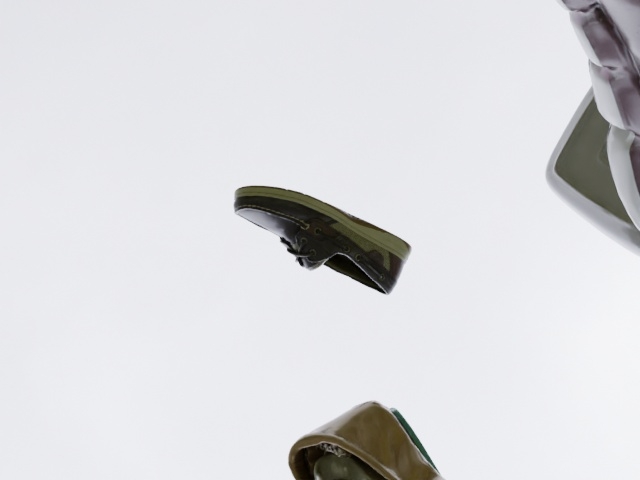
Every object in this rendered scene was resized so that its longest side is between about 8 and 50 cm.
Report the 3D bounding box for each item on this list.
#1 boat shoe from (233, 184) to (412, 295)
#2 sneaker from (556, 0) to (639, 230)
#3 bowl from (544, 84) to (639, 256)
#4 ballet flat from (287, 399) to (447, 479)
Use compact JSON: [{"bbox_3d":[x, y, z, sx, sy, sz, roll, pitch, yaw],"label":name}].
[{"bbox_3d":[0.000,0.000,1.193,0.152,0.056,0.049,20,-108,-16],"label":"boat shoe"},{"bbox_3d":[0.126,-0.080,0.383,0.106,0.281,0.162,-46,-143,-11],"label":"sneaker"},{"bbox_3d":[0.251,-0.069,1.217,0.142,0.053,0.142,41,-72,32],"label":"bowl"},{"bbox_3d":[0.050,0.158,0.770,0.073,0.080,0.232,-14,-156,-19],"label":"ballet flat"}]
